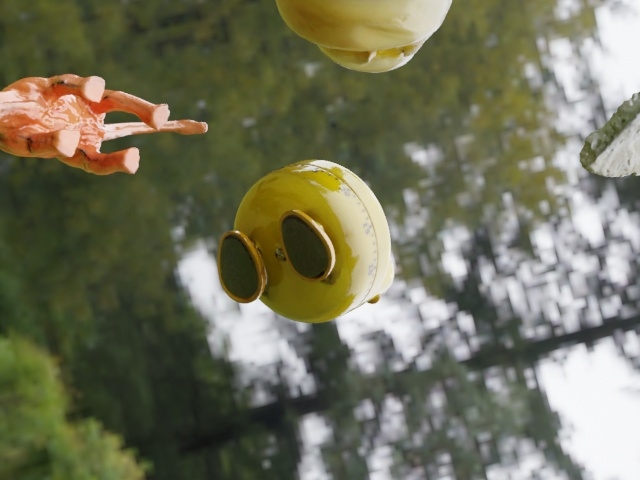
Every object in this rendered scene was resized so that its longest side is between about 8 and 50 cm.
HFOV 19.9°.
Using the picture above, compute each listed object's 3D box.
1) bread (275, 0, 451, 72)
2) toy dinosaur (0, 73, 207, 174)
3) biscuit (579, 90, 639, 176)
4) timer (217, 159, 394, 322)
[{"bbox_3d":[0.041,-0.260,1.163,0.173,0.121,0.311,-126,-133,-59],"label":"bread"},{"bbox_3d":[-0.140,-0.068,1.084,0.279,0.101,0.055,6,93,-55],"label":"toy dinosaur"},{"bbox_3d":[0.391,-0.153,1.959,0.133,0.250,0.032,29,16,-45],"label":"biscuit"},{"bbox_3d":[0.000,0.000,1.190,0.107,0.109,0.107,11,-69,32],"label":"timer"}]
